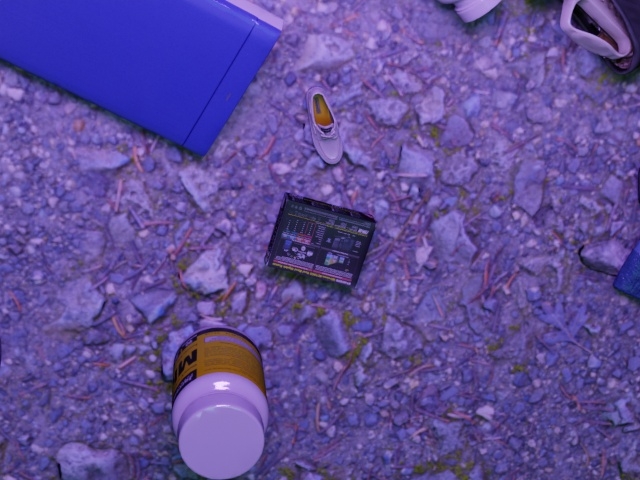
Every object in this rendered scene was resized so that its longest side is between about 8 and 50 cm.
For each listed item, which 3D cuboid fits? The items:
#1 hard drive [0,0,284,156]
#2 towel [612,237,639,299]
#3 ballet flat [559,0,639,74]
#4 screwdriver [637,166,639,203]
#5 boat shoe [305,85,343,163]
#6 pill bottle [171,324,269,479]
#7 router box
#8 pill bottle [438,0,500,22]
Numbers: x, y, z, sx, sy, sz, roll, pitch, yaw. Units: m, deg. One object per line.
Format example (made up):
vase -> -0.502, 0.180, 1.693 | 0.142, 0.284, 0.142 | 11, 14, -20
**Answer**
hard drive -> -0.229, -0.238, 1.215 | 0.319, 0.040, 0.210 | 26, 133, -15
towel -> 0.441, 0.025, 1.436 | 0.067, 0.029, 0.119 | 24, 105, -13
ballet flat -> 0.296, -0.299, 1.261 | 0.280, 0.095, 0.096 | 40, 70, -17
screwdriver -> 0.418, -0.127, 1.383 | 0.024, 0.025, 0.170 | -4, 110, -5
boat shoe -> 0.006, -0.138, 1.325 | 0.035, 0.035, 0.100 | -13, 110, -2
pill bottle -> -0.124, 0.196, 1.335 | 0.119, 0.208, 0.119 | -2, 109, -6
router box -> 0.000, 0.000, 1.371 | 0.122, 0.038, 0.092 | 15, 106, -11
pill bottle -> 0.147, -0.329, 1.247 | 0.086, 0.086, 0.152 | -38, 109, 7
